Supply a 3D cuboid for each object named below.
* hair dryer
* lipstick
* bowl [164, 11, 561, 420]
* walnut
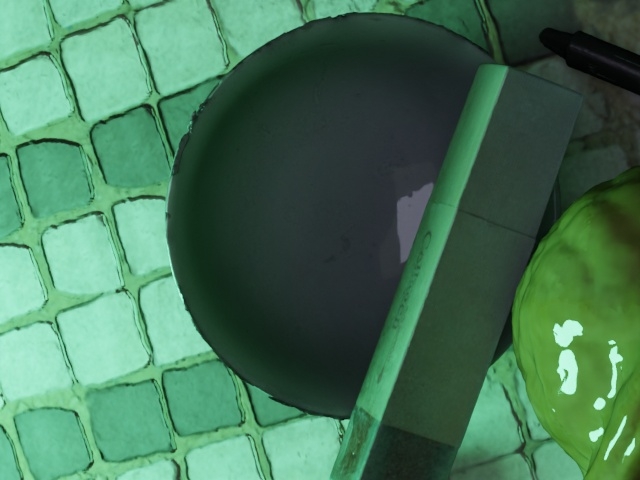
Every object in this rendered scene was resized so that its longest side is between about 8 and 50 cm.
[{"bbox_3d":[0.306,-0.146,1.533,0.248,0.070,0.114,28,102,24],"label":"hair dryer"},{"bbox_3d":[0.110,0.041,1.463,0.079,0.076,0.371,18,92,-15],"label":"lipstick"},{"bbox_3d":[0.022,-0.028,1.550,0.345,0.157,0.346,-2,99,-14],"label":"bowl"},{"bbox_3d":[0.324,0.094,1.368,0.383,0.383,0.384,1,93,19],"label":"walnut"}]
